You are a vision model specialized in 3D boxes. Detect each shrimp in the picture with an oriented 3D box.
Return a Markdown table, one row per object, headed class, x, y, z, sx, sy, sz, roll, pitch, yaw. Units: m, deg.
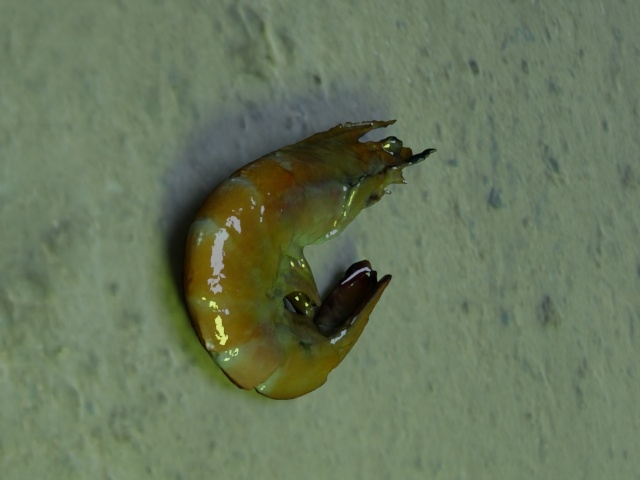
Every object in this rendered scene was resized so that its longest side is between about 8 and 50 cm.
| class | x | y | z | sx | sy | sz | roll | pitch | yaw |
| --- | --- | --- | --- | --- | --- | --- | --- | --- | --- |
| shrimp | 0.000 | 0.000 | 0.993 | 0.249 | 0.068 | 0.150 | -43 | 123 | -41 |
